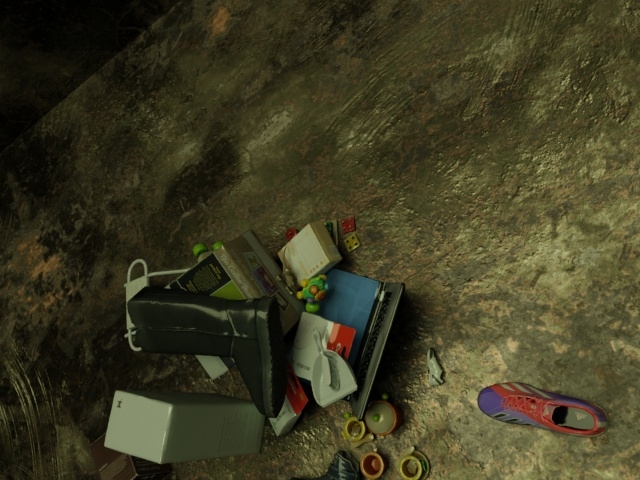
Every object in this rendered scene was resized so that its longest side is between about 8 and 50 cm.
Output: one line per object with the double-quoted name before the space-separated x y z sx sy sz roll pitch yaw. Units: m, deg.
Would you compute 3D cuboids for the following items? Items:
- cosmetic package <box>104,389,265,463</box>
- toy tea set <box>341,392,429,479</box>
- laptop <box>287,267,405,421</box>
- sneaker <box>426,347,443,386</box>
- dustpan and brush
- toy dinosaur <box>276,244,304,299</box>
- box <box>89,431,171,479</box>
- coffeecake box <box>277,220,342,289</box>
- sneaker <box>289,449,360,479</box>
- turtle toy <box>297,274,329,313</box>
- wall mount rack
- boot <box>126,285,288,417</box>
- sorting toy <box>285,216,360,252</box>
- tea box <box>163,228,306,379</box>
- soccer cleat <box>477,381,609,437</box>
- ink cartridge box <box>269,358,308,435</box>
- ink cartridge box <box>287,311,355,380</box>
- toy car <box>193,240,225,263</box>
"cosmetic package" -0.387 0.554 1.789 0.230 0.453 0.161 2 77 31
"toy tea set" 0.177 0.602 1.643 0.200 0.124 0.336 -37 61 16
"laptop" 0.053 0.275 1.753 0.236 0.408 0.382 18 85 -1
"sneaker" 0.325 0.359 1.685 0.043 0.040 0.109 -7 76 11
"dustpan and brush" 0.016 0.339 1.659 0.147 0.060 0.211 -37 47 30
"toy dinosaur" -0.106 0.109 1.872 0.053 0.092 0.183 -21 86 11
"box" -0.660 0.758 2.058 0.167 0.168 0.203 -40 61 16
"coffeecake box" -0.037 0.049 1.901 0.185 0.068 0.142 -41 70 39
"sneaker" 0.014 0.687 1.738 0.226 0.086 0.163 7 78 33
"turtle toy" -0.019 0.168 1.844 0.066 0.095 0.130 43 130 34
"wall mount rack" -0.604 0.231 2.207 0.304 0.130 0.350 -19 67 30
"boot" -0.330 0.324 1.733 0.445 0.146 0.367 0 102 15
"sorting toy" 0.000 0.000 1.966 0.274 0.046 0.132 -11 71 27
"tea box" -0.278 0.199 1.882 0.323 0.220 0.329 -33 92 24
"soccer cleat" 0.545 0.421 1.486 0.318 0.116 0.109 6 79 31
"ink cartridge box" -0.125 0.474 1.828 0.181 0.056 0.225 59 147 29
"ink cartridge box" -0.005 0.322 1.749 0.232 0.066 0.189 4 76 63
"toy car" -0.388 0.125 2.133 0.155 0.149 0.188 52 132 34
